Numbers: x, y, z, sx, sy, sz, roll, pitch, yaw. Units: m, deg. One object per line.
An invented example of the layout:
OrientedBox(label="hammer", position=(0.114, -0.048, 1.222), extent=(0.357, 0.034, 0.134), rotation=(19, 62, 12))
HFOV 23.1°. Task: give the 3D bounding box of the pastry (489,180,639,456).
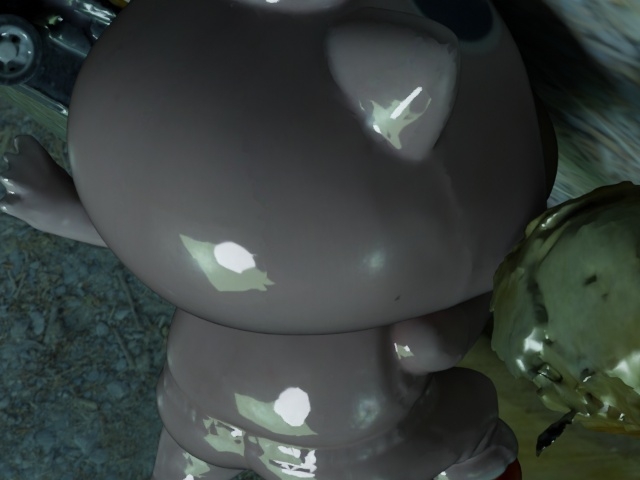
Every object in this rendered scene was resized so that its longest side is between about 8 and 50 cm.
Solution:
OrientedBox(label="pastry", position=(0.130, 0.026, 0.485), extent=(0.153, 0.081, 0.153), rotation=(-1, 167, 0))

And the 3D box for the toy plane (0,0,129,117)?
OrientedBox(label="toy plane", position=(-0.111, -0.094, 0.822), extent=(0.316, 0.103, 0.204), rotation=(37, 173, -28))

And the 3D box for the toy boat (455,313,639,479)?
OrientedBox(label="toy boat", position=(0.145, 0.105, 0.855), extent=(0.446, 0.136, 0.162), rotation=(28, -160, -21))

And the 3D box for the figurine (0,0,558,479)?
OrientedBox(label="figurine", position=(0.000, 0.000, 0.577), extent=(0.176, 0.186, 0.287), rotation=(20, 133, 30))
